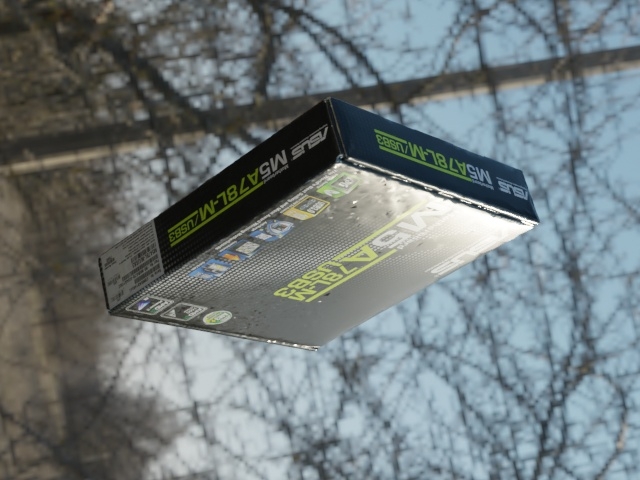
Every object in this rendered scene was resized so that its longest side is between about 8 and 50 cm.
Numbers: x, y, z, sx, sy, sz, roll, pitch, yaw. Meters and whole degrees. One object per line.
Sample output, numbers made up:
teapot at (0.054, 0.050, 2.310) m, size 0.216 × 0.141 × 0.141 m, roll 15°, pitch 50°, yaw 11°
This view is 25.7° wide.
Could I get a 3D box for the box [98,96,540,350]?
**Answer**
box at (0.000, 0.000, 0.819) m, size 0.190 × 0.184 × 0.045 m, roll -32°, pitch -122°, yaw 31°
